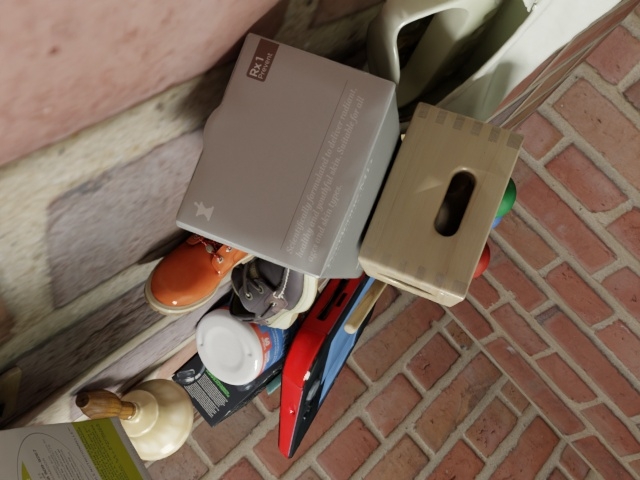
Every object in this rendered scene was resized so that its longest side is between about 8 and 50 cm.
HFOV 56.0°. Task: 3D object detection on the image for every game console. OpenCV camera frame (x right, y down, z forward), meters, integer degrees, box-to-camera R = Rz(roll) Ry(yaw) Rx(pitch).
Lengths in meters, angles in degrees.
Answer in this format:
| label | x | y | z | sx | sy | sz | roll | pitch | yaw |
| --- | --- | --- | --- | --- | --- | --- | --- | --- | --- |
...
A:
| label | x | y | z | sx | sy | sz | roll | pitch | yaw |
| --- | --- | --- | --- | --- | --- | --- | --- | --- | --- |
| game console | 0.037 | 0.172 | 1.104 | 0.386 | 0.060 | 0.341 | -53 | 158 | -40 |

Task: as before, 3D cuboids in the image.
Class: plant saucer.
| label | x | y | z | sx | sy | sz | roll | pitch | yaw |
| --- | --- | --- | --- | --- | --- | --- | --- | --- | --- |
| plant saucer | -0.039 | 0.244 | 1.232 | 0.192 | 0.018 | 0.067 | -40 | 170 | -12 |

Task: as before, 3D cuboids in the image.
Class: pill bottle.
| label | x | y | z | sx | sy | sz | roll | pitch | yaw |
| --- | --- | --- | --- | --- | --- | --- | --- | --- | --- |
| pill bottle | -0.089 | 0.134 | 0.991 | 0.124 | 0.124 | 0.221 | -48 | 170 | 34 |

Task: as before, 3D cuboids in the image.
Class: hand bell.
| label | x | y | z | sx | sy | sz | roll | pitch | yaw |
| --- | --- | --- | --- | --- | --- | --- | --- | --- | --- |
| hand bell | -0.278 | 0.238 | 0.848 | 0.126 | 0.126 | 0.242 | -41 | 158 | -9 |

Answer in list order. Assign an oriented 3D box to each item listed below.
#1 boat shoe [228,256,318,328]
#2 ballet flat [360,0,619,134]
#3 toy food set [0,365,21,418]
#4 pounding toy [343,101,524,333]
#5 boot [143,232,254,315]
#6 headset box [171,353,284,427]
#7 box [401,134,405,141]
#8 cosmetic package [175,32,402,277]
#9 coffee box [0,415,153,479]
| label | x | y | z | sx | sy | sz | roll | pitch | yaw |
| --- | --- | --- | --- | --- | --- | --- | --- | --- | --- |
| boat shoe | -0.068 | 0.050 | 0.770 | 0.093 | 0.102 | 0.285 | -5 | 159 | -15 |
| ballet flat | 0.112 | -0.178 | 0.395 | 0.139 | 0.139 | 0.400 | -39 | 172 | -22 |
| toy food set | -0.328 | 0.190 | 0.492 | 0.192 | 0.038 | 0.132 | -35 | 169 | -39 |
| pounding toy | 0.094 | 0.011 | 0.524 | 0.206 | 0.094 | 0.180 | 47 | 64 | -78 |
| boot | -0.096 | 0.002 | 0.552 | 0.158 | 0.059 | 0.084 | -46 | 173 | -41 |
| headset box | -0.126 | 0.224 | 1.246 | 0.283 | 0.131 | 0.246 | -42 | 171 | 2 |
| box | 0.083 | -0.117 | 0.858 | 0.201 | 0.021 | 0.164 | -41 | 171 | -3 |
| cosmetic package | -0.003 | -0.043 | 0.453 | 0.238 | 0.107 | 0.127 | 4 | 107 | -82 |
| coffee box | -0.281 | 0.379 | 0.484 | 0.338 | 0.338 | 0.334 | -31 | 169 | -9 |
